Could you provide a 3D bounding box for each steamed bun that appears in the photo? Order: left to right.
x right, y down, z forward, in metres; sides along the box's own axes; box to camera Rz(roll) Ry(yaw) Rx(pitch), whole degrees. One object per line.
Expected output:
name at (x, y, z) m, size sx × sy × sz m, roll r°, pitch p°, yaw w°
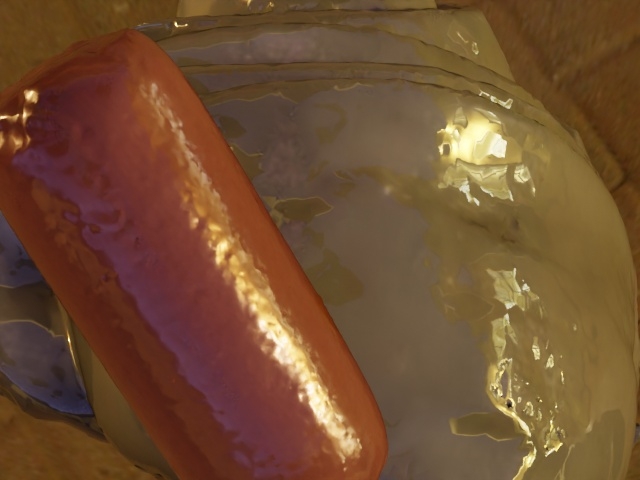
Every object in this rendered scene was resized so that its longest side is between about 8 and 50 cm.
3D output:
steamed bun at (0.009, 0.003, 0.626) m, size 0.309 × 0.324 × 0.219 m, roll 18°, pitch 90°, yaw 28°

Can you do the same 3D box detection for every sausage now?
sausage at (-0.035, 0.017, 0.394) m, size 0.062 × 0.062 × 0.154 m, roll -32°, pitch 108°, yaw -5°
